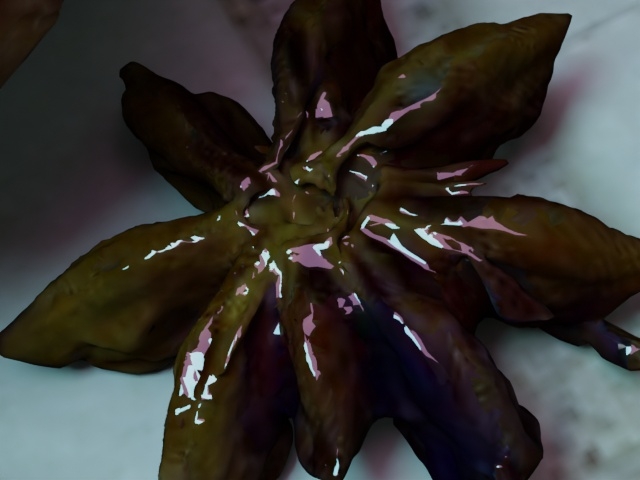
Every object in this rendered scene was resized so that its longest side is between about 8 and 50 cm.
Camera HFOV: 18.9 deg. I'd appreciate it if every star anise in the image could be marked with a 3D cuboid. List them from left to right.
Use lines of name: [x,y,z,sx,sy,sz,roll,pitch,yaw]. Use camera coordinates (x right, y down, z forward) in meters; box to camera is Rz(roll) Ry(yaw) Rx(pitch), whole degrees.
star anise: [0.000,0.001,0.461,0.168,0.057,0.168,-1,64,3]

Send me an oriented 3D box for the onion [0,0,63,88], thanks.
onion: [-0.177,-0.153,0.365,0.353,0.353,0.354,-2,64,4]
